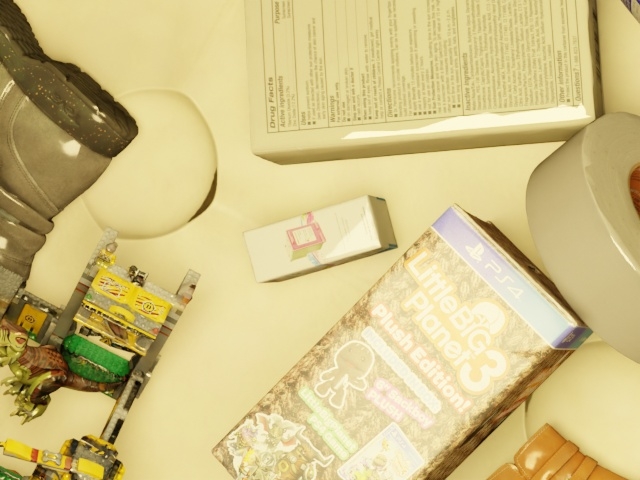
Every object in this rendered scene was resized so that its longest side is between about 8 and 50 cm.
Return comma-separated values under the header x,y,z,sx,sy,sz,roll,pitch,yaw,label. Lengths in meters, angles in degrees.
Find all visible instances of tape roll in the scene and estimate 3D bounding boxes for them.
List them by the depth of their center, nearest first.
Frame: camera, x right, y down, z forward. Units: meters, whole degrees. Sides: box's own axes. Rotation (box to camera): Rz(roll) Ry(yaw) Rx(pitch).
x,y,z,sx,sy,sz,roll,pitch,yaw,label
0.277,0.000,1.545,0.072,0.219,0.219,-41,77,36,tape roll

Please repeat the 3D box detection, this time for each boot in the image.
x,y,z,sx,sy,sz,roll,pitch,yaw,label
0.248,0.219,1.617,0.197,0.073,0.152,-39,75,5,boot
-0.358,-0.128,1.766,0.338,0.118,0.222,45,102,17,boot

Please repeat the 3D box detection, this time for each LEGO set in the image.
x,y,z,sx,sy,sz,roll,pitch,yaw,label
-0.262,0.077,1.611,0.331,0.255,0.192,34,135,1,LEGO set

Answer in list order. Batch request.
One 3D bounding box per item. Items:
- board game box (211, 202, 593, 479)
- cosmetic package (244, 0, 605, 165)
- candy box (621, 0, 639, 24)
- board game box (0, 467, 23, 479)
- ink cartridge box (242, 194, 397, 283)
x,y,z,sx,sy,sz,roll,pitch,yaw,label
0.080,0.126,1.579,0.291,0.232,0.141,-46,79,7,board game box
0.094,-0.161,1.657,0.310,0.113,0.160,-3,85,14,cosmetic package
0.408,-0.243,1.584,0.268,0.122,0.317,-38,80,8,candy box
-0.336,0.404,1.509,0.356,0.356,0.356,30,93,34,board game box
0.000,0.000,1.680,0.122,0.088,0.052,-15,86,12,ink cartridge box
